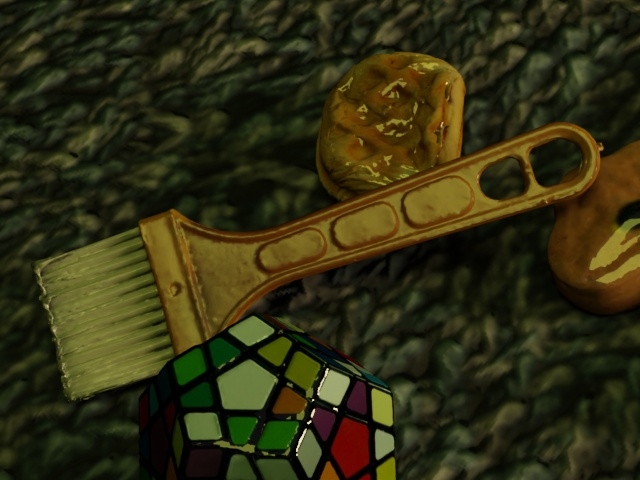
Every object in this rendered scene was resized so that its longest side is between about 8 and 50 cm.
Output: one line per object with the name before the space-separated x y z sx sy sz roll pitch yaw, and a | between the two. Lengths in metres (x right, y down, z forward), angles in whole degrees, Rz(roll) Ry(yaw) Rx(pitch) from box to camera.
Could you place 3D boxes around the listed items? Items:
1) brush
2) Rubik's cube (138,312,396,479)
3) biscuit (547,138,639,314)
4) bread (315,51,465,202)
brush | 0.000 0.000 0.992 0.314 0.017 0.090 -19 75 6
Rubik's cube | -0.027 0.099 0.903 0.133 0.133 0.112 29 92 27
biscuit | 0.286 -0.040 0.983 0.334 0.047 0.202 -33 56 -14
bread | 0.040 -0.059 1.043 0.083 0.044 0.110 -2 54 13
